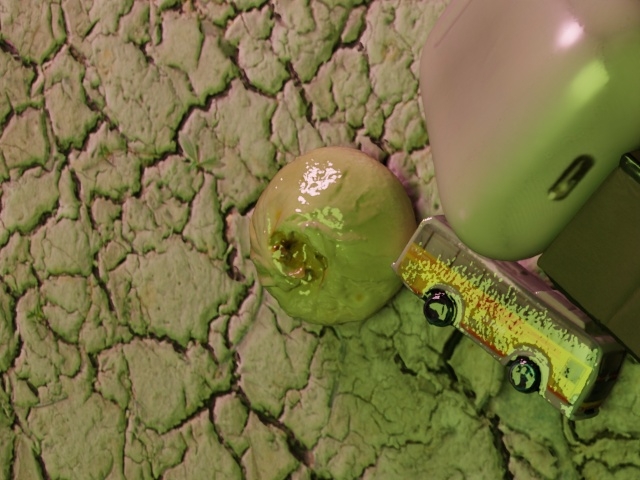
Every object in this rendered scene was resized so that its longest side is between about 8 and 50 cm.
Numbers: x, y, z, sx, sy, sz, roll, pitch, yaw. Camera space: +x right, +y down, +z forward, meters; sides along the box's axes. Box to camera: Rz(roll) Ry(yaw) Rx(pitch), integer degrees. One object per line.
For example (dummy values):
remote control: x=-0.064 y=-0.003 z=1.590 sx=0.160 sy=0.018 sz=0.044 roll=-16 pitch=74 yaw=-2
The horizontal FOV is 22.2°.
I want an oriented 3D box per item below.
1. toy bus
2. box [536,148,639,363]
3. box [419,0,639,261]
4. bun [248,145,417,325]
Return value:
toy bus: x=0.202 y=0.079 z=1.741 sx=0.268 sy=0.092 sz=0.106 roll=39 pitch=109 yaw=26
box: x=0.357 y=0.011 z=1.503 sx=0.188 sy=0.252 sz=0.153 roll=46 pitch=125 yaw=18
box: x=0.213 y=-0.164 z=1.565 sx=0.289 sy=0.141 sz=0.349 roll=-54 pitch=24 yaw=32
bun: x=0.000 y=0.000 z=1.851 sx=0.222 sy=0.127 sz=0.222 roll=5 pitch=100 yaw=34
